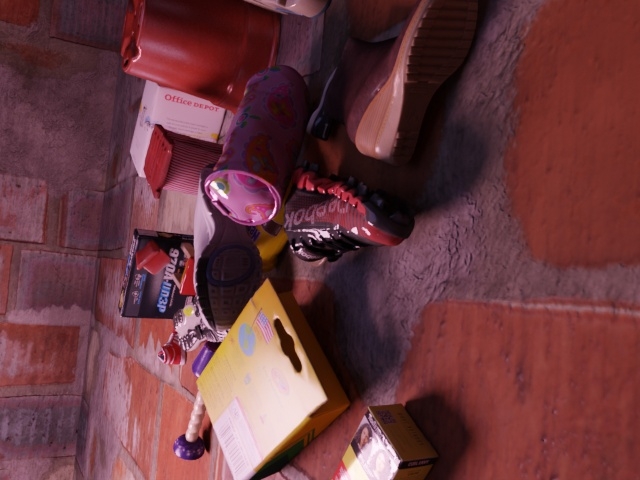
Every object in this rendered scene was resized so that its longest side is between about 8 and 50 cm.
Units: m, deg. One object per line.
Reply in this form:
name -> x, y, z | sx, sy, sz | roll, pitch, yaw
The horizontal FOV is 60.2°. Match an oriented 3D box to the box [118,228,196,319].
box -> -0.383, 0.087, 1.345 | 0.051, 0.175, 0.220 | 46, 122, 54

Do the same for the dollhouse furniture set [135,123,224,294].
dollhouse furniture set -> -0.286, -0.039, 1.184 | 0.152, 0.201, 0.374 | 49, 125, 51

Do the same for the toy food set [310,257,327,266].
toy food set -> 0.000, 0.000, 0.873 | 0.083, 0.020, 0.082 | -40, 51, 49

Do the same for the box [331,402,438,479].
box -> 0.055, 0.316, 0.678 | 0.087, 0.058, 0.232 | 52, 128, 49

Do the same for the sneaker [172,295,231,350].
sneaker -> -0.185, 0.136, 1.064 | 0.279, 0.118, 0.107 | -22, 86, 48

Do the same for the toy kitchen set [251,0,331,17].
toy kitchen set -> -0.042, -0.496, 0.989 | 0.207, 0.122, 0.166 | 30, 111, 36

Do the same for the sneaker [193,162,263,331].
sneaker -> -0.169, 0.017, 0.952 | 0.129, 0.111, 0.297 | 131, 142, -55

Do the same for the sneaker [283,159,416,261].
sneaker -> 0.024, -0.022, 0.746 | 0.276, 0.098, 0.135 | 29, 96, 60

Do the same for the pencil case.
pencil case -> -0.093, -0.159, 0.882 | 0.124, 0.124, 0.284 | -46, 25, 45

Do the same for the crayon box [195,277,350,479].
crayon box -> -0.077, 0.224, 0.858 | 0.318, 0.081, 0.202 | -54, 55, 40

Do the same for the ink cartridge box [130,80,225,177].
ink cartridge box -> -0.362, -0.285, 1.390 | 0.168, 0.171, 0.232 | 51, 127, 50

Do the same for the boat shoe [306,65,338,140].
boat shoe -> 0.019, -0.217, 0.870 | 0.125, 0.038, 0.046 | -63, -6, 21

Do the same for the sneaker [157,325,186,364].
sneaker -> -0.386, 0.265, 1.420 | 0.042, 0.067, 0.118 | -54, 41, 38

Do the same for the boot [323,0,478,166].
boot -> 0.083, -0.238, 0.714 | 0.207, 0.090, 0.248 | 53, 132, 47

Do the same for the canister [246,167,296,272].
canister -> -0.090, -0.043, 0.983 | 0.170, 0.073, 0.126 | -55, 41, 36

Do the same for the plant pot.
plant pot -> -0.263, -0.422, 1.162 | 0.272, 0.265, 0.272 | -18, 69, 56

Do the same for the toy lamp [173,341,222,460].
toy lamp -> -0.251, 0.337, 1.169 | 0.080, 0.080, 0.274 | 42, 120, 54
